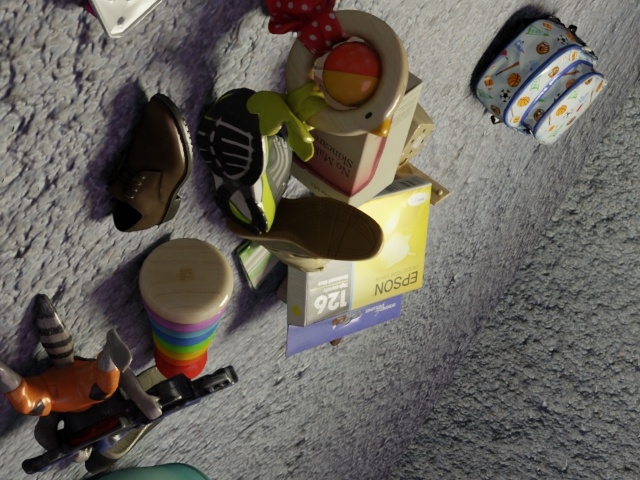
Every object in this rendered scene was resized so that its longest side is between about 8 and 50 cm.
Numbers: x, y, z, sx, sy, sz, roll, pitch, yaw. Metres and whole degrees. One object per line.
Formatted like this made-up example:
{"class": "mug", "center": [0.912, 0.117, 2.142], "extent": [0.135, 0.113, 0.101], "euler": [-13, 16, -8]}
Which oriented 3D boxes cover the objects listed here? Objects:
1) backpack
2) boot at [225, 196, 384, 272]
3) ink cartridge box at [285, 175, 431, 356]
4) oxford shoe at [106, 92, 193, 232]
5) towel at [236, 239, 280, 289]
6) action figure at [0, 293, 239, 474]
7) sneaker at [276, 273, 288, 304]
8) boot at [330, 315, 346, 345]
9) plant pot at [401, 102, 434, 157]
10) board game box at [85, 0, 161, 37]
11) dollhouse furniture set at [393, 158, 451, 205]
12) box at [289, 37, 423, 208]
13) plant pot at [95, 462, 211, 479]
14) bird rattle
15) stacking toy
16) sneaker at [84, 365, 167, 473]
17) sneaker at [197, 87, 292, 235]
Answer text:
{"class": "backpack", "center": [0.454, -0.333, 2.321], "extent": [0.276, 0.213, 0.263], "euler": [-54, 150, 16]}
{"class": "boot", "center": [0.000, 0.000, 1.795], "extent": [0.203, 0.262, 0.095], "euler": [40, 60, -66]}
{"class": "ink cartridge box", "center": [0.072, 0.053, 2.079], "extent": [0.304, 0.072, 0.307], "euler": [-16, 117, -37]}
{"class": "oxford shoe", "center": [-0.223, -0.088, 1.416], "extent": [0.096, 0.083, 0.227], "euler": [-30, 150, -38]}
{"class": "towel", "center": [-0.100, 0.016, 1.965], "extent": [0.113, 0.023, 0.152], "euler": [-48, 158, -16]}
{"class": "action figure", "center": [-0.306, 0.193, 1.601], "extent": [0.341, 0.178, 0.330], "euler": [-22, 160, -7]}
{"class": "sneaker", "center": [0.056, 0.043, 2.200], "extent": [0.302, 0.121, 0.108], "euler": [-46, 160, -16]}
{"class": "boot", "center": [0.012, 0.216, 2.531], "extent": [0.114, 0.037, 0.106], "euler": [-31, 139, -52]}
{"class": "plant pot", "center": [0.138, -0.204, 1.986], "extent": [0.109, 0.096, 0.109], "euler": [-59, 159, 19]}
{"class": "board game box", "center": [-0.128, -0.436, 1.060], "extent": [0.390, 0.050, 0.390], "euler": [-47, 160, -13]}
{"class": "dollhouse furniture set", "center": [0.189, -0.147, 2.155], "extent": [0.144, 0.123, 0.151], "euler": [-35, 154, -40]}
{"class": "box", "center": [0.045, -0.180, 1.745], "extent": [0.127, 0.149, 0.232], "euler": [-37, 156, -34]}
{"class": "plant pot", "center": [-0.347, 0.536, 1.997], "extent": [0.271, 0.272, 0.255], "euler": [-55, 146, 11]}
{"class": "bird rattle", "center": [0.017, -0.230, 1.455], "extent": [0.143, 0.207, 0.253], "euler": [33, 70, -74]}
{"class": "stacking toy", "center": [-0.223, 0.133, 1.761], "extent": [0.141, 0.141, 0.330], "euler": [-41, 164, -28]}
{"class": "sneaker", "center": [-0.326, 0.304, 1.913], "extent": [0.222, 0.083, 0.118], "euler": [-43, 179, -41]}
{"class": "sneaker", "center": [-0.100, -0.133, 1.609], "extent": [0.121, 0.111, 0.300], "euler": [-61, 167, -26]}
